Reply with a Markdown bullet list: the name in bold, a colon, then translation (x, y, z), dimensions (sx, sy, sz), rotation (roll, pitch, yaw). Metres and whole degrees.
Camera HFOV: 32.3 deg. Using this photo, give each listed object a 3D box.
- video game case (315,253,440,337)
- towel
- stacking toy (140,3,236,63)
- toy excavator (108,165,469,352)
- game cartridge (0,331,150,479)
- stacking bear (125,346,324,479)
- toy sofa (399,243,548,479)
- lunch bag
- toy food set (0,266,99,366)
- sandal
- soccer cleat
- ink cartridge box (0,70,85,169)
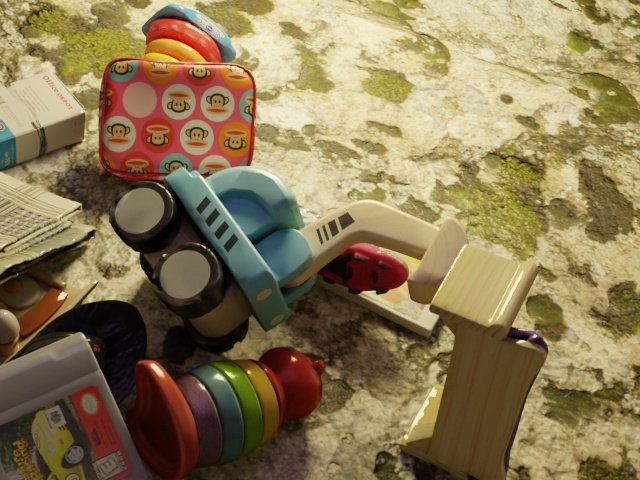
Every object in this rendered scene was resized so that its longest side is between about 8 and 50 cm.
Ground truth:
- **video game case**: translation (0.134, 0.055, 2.006), dimensions (0.227, 0.026, 0.206), rotation (25, 47, 12)
- **towel**: translation (-0.569, -0.048, 1.839), dimensions (0.324, 0.056, 0.312), rotation (25, 20, 11)
- **stacking toy**: translation (-0.310, -0.299, 2.171), dimensions (0.175, 0.166, 0.302), rotation (37, 61, -23)
- **toy excavator**: translation (-0.046, 0.003, 1.769), dimensions (0.445, 0.222, 0.433), rotation (-35, 64, -7)
- **game cartridge**: translation (-0.364, 0.298, 1.546), dimensions (0.196, 0.060, 0.294), rotation (-24, 87, -21)
- **stacking bear**: translation (-0.125, 0.246, 1.685), dimensions (0.289, 0.175, 0.164), rotation (-16, 50, -35)
- **toy sofa**: translation (0.245, 0.197, 1.664), dimensions (0.177, 0.362, 0.150), rotation (21, 45, 16)
- **lunch bag**: translation (-0.264, -0.201, 2.049), dimensions (0.293, 0.120, 0.258), rotation (4, 87, -9)
- **toy food set**: translation (-0.548, 0.075, 1.788), dimensions (0.306, 0.092, 0.220), rotation (26, 47, 11)
- **sandal**: translation (-0.425, 0.235, 1.618), dimensions (0.446, 0.107, 0.167), rotation (-35, 93, -30)
- **soccer cleat**: translation (0.000, 0.000, 1.931), dimensions (0.331, 0.116, 0.143), rotation (8, 47, 14)
- **ink cartridge box**: translation (-0.559, -0.227, 2.080), dimensions (0.190, 0.082, 0.139), rotation (-24, 57, -32)
